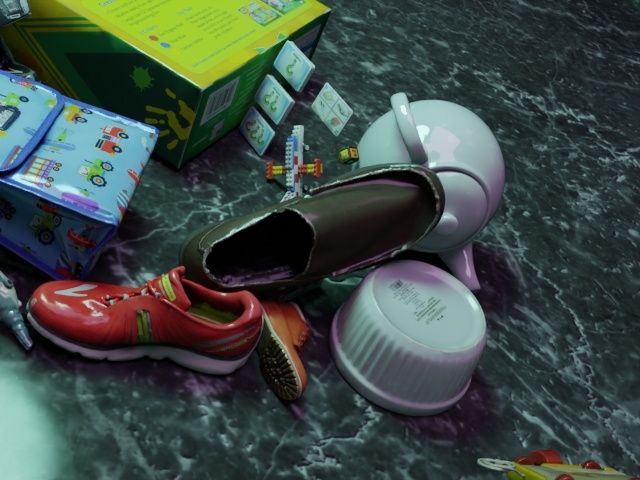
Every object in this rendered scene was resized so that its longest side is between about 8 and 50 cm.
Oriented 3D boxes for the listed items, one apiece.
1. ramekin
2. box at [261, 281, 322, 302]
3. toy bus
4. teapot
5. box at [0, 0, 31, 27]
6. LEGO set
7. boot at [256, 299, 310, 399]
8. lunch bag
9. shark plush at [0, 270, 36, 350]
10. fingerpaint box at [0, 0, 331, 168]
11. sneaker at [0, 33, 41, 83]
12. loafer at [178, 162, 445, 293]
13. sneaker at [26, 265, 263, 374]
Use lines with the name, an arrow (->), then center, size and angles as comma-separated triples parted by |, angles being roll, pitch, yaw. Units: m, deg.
ramekin -> 0.124, 0.121, 1.188 | 0.207, 0.109, 0.207 | 15, 40, -12
box -> -0.072, 0.026, 1.259 | 0.094, 0.027, 0.137 | -23, 58, -42
toy bus -> 0.300, 0.321, 1.054 | 0.202, 0.104, 0.191 | 6, -3, 26
teapot -> 0.167, -0.077, 1.321 | 0.256, 0.252, 0.187 | 18, 31, -17
box -> -0.604, -0.308, 1.228 | 0.242, 0.076, 0.307 | 13, 38, 26
LEGO set -> -0.042, -0.170, 1.375 | 0.060, 0.182, 0.244 | 1, 43, -47
boot -> -0.039, 0.134, 1.130 | 0.084, 0.059, 0.158 | 2, 42, -33
lunch bag -> -0.382, -0.106, 1.116 | 0.293, 0.138, 0.221 | 28, 36, -15
shark plush -> -0.394, 0.071, 1.038 | 0.161, 0.073, 0.067 | 49, 60, -2
fingerpaint box -> -0.252, -0.355, 1.496 | 0.371, 0.163, 0.445 | 32, 38, 8
sneaker -> -0.505, -0.284, 1.346 | 0.188, 0.078, 0.067 | 36, 40, 14
loafer -> 0.000, 0.000, 1.144 | 0.366, 0.134, 0.130 | -21, 8, -7
sneaker -> -0.202, 0.075, 1.057 | 0.279, 0.118, 0.107 | 10, 40, -19
